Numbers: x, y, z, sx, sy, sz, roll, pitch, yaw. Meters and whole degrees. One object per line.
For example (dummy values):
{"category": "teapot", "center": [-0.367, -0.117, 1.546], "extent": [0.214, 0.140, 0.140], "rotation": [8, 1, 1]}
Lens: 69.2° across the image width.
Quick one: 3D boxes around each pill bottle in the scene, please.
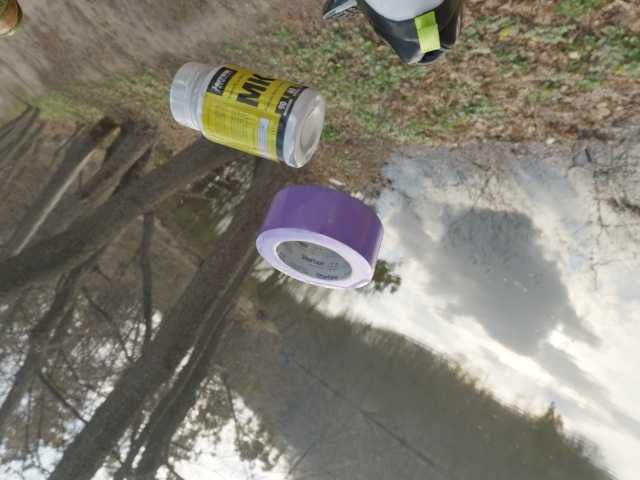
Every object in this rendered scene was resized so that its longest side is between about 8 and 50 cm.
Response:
{"category": "pill bottle", "center": [-0.109, -0.194, 0.698], "extent": [0.209, 0.119, 0.119], "rotation": [19, 162, 13]}

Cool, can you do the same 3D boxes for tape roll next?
{"category": "tape roll", "center": [0.000, 0.000, 0.733], "extent": [0.189, 0.080, 0.189], "rotation": [14, 154, 7]}

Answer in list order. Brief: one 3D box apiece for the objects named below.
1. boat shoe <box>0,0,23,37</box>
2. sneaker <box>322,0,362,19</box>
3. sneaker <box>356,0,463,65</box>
{"category": "boat shoe", "center": [-0.455, -0.324, 0.552], "extent": [0.307, 0.110, 0.104], "rotation": [46, -176, 29]}
{"category": "sneaker", "center": [0.083, -0.544, 0.943], "extent": [0.283, 0.107, 0.124], "rotation": [13, 122, 63]}
{"category": "sneaker", "center": [0.064, -0.187, 0.366], "extent": [0.084, 0.234, 0.097], "rotation": [-13, 116, 17]}
